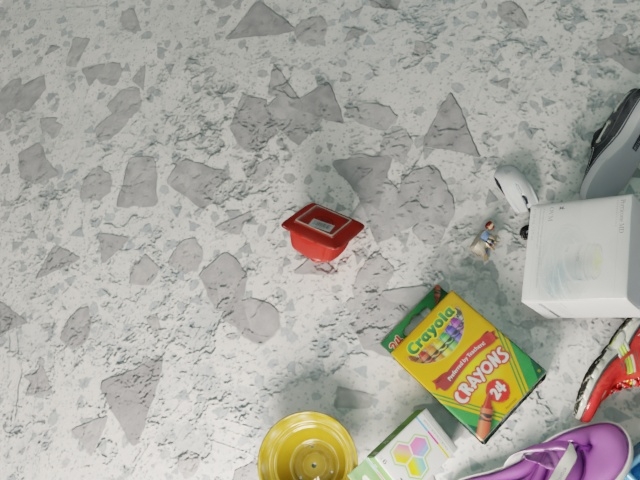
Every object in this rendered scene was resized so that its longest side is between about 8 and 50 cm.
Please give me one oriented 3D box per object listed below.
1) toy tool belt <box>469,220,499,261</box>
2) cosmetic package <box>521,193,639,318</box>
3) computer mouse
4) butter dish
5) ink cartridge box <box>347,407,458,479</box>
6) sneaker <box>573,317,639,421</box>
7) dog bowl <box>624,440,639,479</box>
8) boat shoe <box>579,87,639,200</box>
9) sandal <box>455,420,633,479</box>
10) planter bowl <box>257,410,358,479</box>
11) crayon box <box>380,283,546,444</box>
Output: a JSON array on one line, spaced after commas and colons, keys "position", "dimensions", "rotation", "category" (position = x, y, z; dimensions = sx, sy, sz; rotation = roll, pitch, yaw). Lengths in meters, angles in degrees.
[{"position": [0.386, 0.002, 1.737], "dimensions": [0.051, 0.052, 0.083], "rotation": [37, 84, -8], "category": "toy tool belt"}, {"position": [0.561, 0.039, 1.579], "dimensions": [0.224, 0.138, 0.224], "rotation": [-6, 65, 40], "category": "cosmetic package"}, {"position": [0.467, -0.102, 1.754], "dimensions": [0.106, 0.042, 0.193], "rotation": [-30, 66, 3], "category": "computer mouse"}, {"position": [0.000, 0.000, 1.800], "dimensions": [0.160, 0.118, 0.160], "rotation": [24, 33, 20], "category": "butter dish"}, {"position": [0.171, 0.457, 1.557], "dimensions": [0.209, 0.062, 0.109], "rotation": [-37, 86, -20], "category": "ink cartridge box"}, {"position": [0.626, 0.267, 1.543], "dimensions": [0.118, 0.107, 0.279], "rotation": [37, 82, 18], "category": "sneaker"}, {"position": [0.636, 0.500, 1.465], "dimensions": [0.297, 0.074, 0.166], "rotation": [-40, 65, -4], "category": "dog bowl"}, {"position": [0.669, -0.218, 1.722], "dimensions": [0.301, 0.108, 0.102], "rotation": [-59, 35, 2], "category": "boat shoe"}, {"position": [0.416, 0.471, 1.480], "dimensions": [0.416, 0.102, 0.169], "rotation": [-28, 39, 7], "category": "sandal"}, {"position": [-0.021, 0.483, 1.627], "dimensions": [0.217, 0.090, 0.217], "rotation": [-4, 69, 10], "category": "planter bowl"}, {"position": [0.300, 0.256, 1.639], "dimensions": [0.202, 0.081, 0.318], "rotation": [-46, 66, -5], "category": "crayon box"}]
